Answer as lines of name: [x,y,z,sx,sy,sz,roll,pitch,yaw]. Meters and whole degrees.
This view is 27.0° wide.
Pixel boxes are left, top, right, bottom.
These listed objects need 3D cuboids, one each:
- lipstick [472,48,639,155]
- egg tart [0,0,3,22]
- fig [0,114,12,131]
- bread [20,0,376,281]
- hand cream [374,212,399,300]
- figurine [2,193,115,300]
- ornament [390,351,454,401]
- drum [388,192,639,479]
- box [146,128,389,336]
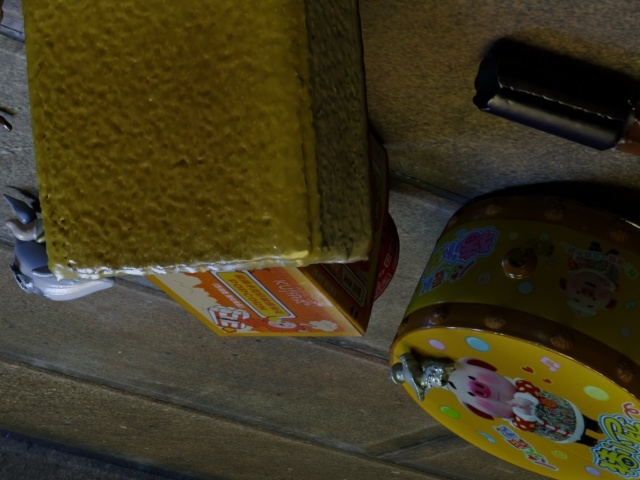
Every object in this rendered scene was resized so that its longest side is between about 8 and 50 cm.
lipstick: [0.365,-0.121,1.463,0.418,0.077,0.077,14,157,-16]
egg tart: [-0.544,-0.254,1.340,0.443,0.178,0.443,9,159,4]
fig: [-0.528,-0.136,1.678,0.202,0.148,0.149,-35,-177,12]
bread: [-0.121,-0.131,1.283,0.324,0.333,0.143,-2,-176,26]
hand cream: [0.000,0.000,1.732,0.193,0.193,0.125,-1,157,21]
figurine: [-0.376,0.001,1.955,0.208,0.184,0.128,42,174,19]
ornament: [0.128,0.176,1.739,0.092,0.041,0.068,23,134,36]
drum: [0.317,0.145,1.788,0.431,0.214,0.431,22,153,12]
box: [-0.066,-0.055,1.537,0.214,0.259,0.283,-4,155,23]
